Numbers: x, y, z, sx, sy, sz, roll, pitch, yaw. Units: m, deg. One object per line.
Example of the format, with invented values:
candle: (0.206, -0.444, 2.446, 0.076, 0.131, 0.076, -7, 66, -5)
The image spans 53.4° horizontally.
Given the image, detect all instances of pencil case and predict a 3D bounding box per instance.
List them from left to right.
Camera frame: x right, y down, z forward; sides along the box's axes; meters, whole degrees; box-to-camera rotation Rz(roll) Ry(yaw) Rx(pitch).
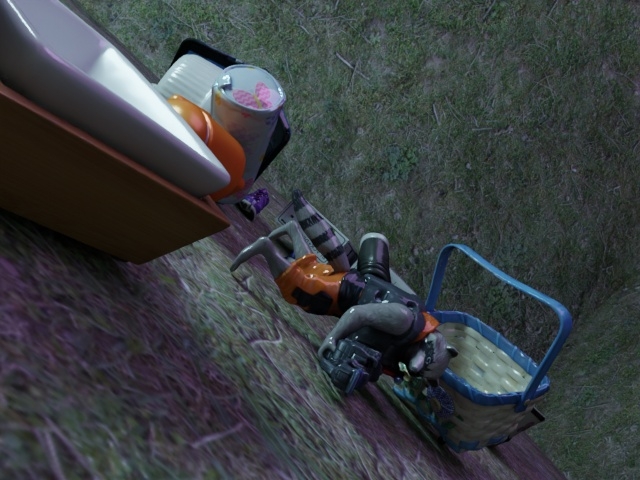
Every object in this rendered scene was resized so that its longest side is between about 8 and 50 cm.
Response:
pencil case: (-0.154, -0.185, 1.145, 0.124, 0.273, 0.113, 20, 52, -10)

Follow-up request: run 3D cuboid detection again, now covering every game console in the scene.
game console: (-0.232, -0.254, 1.403, 0.174, 0.293, 0.250, -10, 71, -35)

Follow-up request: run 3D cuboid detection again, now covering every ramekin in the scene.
ramekin: (-0.258, -0.258, 1.227, 0.109, 0.207, 0.207, 35, 5, -10)

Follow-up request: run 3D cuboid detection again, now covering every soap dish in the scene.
soap dish: (-0.226, -0.118, 0.520, 0.291, 0.118, 0.229, 47, 7, 34)

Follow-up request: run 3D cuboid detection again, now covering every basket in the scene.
basket: (0.253, 0.180, 1.034, 0.201, 0.288, 0.255, 5, 22, -36)

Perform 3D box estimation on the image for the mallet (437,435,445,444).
mallet: (0.233, 0.348, 1.134, 0.039, 0.062, 0.190, 45, 18, 23)

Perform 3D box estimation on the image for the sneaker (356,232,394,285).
sneaker: (0.134, 0.137, 1.644, 0.146, 0.105, 0.295, -73, 161, -48)

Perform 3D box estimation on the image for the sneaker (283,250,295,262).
sneaker: (-0.046, 0.048, 1.167, 0.053, 0.059, 0.144, 42, 3, -8)

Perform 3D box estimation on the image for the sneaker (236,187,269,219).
sneaker: (-0.155, -0.096, 1.495, 0.068, 0.071, 0.170, 44, 4, -5)

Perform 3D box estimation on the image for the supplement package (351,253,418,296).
supplement package: (0.186, 0.149, 1.984, 0.244, 0.139, 0.134, 46, 4, 1)

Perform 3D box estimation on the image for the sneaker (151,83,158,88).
sneaker: (-0.412, -0.357, 1.534, 0.191, 0.083, 0.071, 40, 8, -42)

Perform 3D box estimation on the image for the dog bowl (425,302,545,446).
dog bowl: (0.373, 0.355, 1.648, 0.408, 0.150, 0.408, 44, 4, -4)

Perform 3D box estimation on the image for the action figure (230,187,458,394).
action figure: (0.045, 0.088, 0.881, 0.330, 0.178, 0.341, 35, 1, 2)

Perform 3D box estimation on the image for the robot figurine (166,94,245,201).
robot figurine: (-0.204, -0.139, 0.997, 0.128, 0.158, 0.219, 22, -8, 30)

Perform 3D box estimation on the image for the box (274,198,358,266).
box: (0.000, 0.000, 1.574, 0.169, 0.087, 0.290, 44, -1, 13)
